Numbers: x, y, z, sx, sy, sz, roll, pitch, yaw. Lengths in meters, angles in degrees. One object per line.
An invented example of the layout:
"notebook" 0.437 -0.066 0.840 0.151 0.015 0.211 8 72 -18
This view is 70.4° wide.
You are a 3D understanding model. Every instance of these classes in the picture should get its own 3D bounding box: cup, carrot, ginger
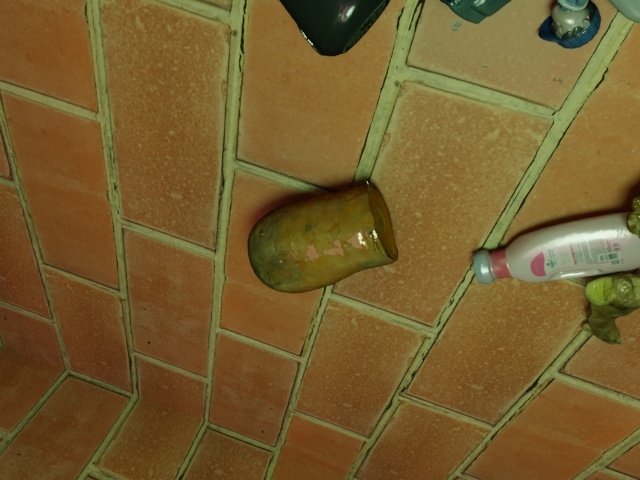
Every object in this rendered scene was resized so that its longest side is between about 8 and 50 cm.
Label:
"cup" 0.008 -0.419 0.792 0.176 0.169 0.223 40 159 -9
"carrot" 0.000 0.000 1.069 0.340 0.224 0.224 -18 119 23
"ginger" 0.667 0.158 1.026 0.131 0.086 0.295 -13 141 17

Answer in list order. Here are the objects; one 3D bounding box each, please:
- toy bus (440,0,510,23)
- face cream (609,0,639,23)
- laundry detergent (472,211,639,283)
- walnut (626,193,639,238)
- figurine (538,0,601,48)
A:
"toy bus" 0.279 -0.471 0.610 0.323 0.161 0.194 -32 84 36
"face cream" 0.507 -0.409 0.674 0.291 0.071 0.144 36 132 -9
"laundry detergent" 0.513 0.032 1.001 0.334 0.088 0.159 -14 127 29
"walnut" 0.659 -0.063 0.842 0.142 0.069 0.170 34 91 -12
"figurine" 0.397 -0.377 0.718 0.087 0.086 0.149 -22 142 10
